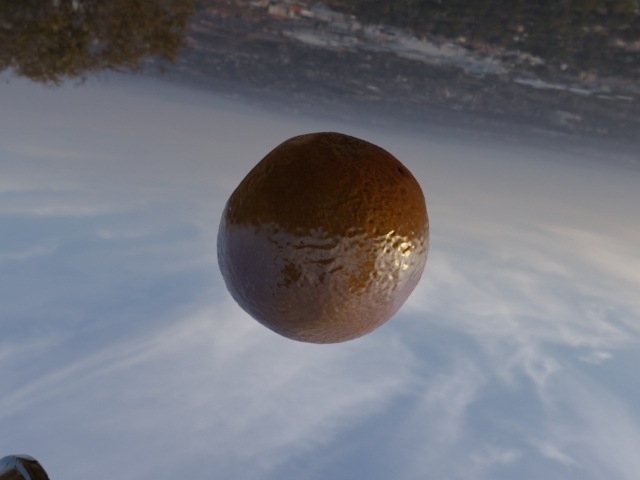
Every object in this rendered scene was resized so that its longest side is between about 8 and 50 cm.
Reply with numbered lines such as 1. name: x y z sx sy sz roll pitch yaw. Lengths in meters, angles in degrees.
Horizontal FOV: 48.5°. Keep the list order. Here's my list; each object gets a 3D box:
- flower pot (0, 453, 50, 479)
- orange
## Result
1. flower pot: -0.268 0.272 0.429 0.166 0.269 0.269 8 -172 -36
2. orange: 0.000 0.000 0.842 0.264 0.264 0.264 11 -172 -1
